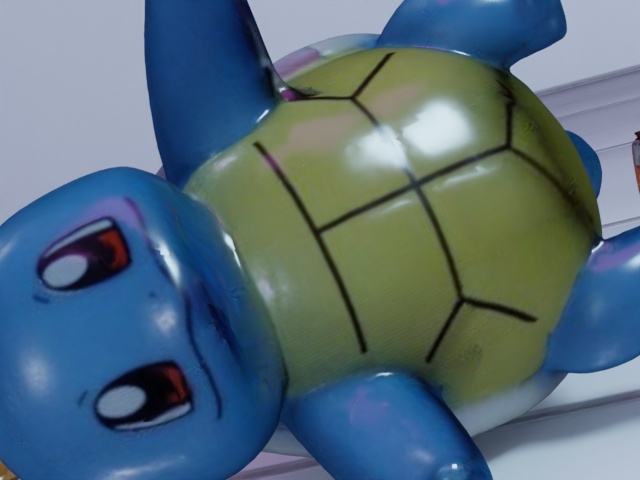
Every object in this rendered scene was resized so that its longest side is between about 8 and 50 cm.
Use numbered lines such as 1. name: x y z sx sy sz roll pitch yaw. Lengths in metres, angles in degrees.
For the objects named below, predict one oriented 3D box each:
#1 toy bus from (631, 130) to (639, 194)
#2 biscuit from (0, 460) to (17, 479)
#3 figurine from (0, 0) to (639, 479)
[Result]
1. toy bus: 0.338 -0.067 1.078 0.234 0.096 0.073 -19 11 -13
2. biscuit: -0.315 0.164 0.985 0.280 0.043 0.183 -11 5 12
3. figurine: 0.031 -0.014 0.730 0.416 0.298 0.243 -18 -6 -46
